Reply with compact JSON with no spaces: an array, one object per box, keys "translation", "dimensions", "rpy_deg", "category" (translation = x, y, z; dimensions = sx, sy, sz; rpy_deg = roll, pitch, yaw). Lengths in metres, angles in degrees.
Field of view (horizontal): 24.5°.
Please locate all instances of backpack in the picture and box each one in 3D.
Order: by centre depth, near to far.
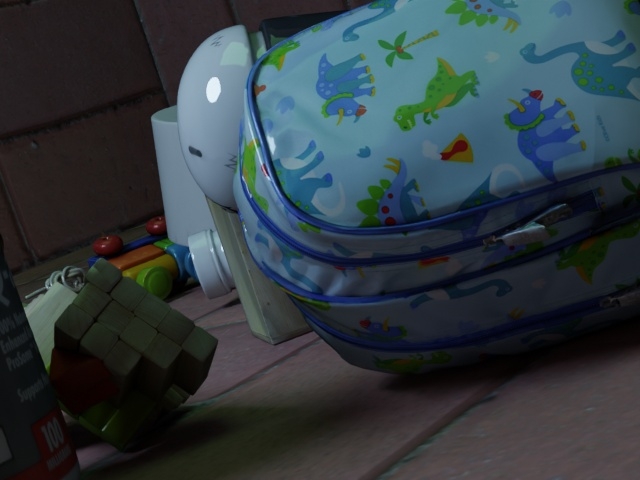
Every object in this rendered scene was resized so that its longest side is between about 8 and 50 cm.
[{"translation":[0.119,-0.059,0.999],"dimensions":[0.355,0.290,0.273],"rpy_deg":[-27,-33,21],"category":"backpack"}]

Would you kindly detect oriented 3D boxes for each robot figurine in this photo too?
[{"translation":[0.017,-0.108,1.265],"dimensions":[0.278,0.173,0.209],"rpy_deg":[-7,-15,-6],"category":"robot figurine"}]

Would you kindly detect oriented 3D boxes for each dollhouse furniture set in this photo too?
[{"translation":[0.030,-0.021,1.415],"dimensions":[0.242,0.161,0.212],"rpy_deg":[-20,6,-13],"category":"dollhouse furniture set"}]

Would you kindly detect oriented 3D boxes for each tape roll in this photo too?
[{"translation":[-0.094,-0.099,1.967],"dimensions":[0.246,0.169,0.246],"rpy_deg":[-6,14,2],"category":"tape roll"}]

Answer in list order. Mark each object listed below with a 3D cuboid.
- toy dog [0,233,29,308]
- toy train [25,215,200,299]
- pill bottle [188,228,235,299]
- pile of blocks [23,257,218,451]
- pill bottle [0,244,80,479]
[{"translation":[-0.453,0.097,1.575],"dimensions":[0.395,0.284,0.408],"rpy_deg":[18,-10,-21],"category":"toy dog"},{"translation":[-0.258,0.053,2.001],"dimensions":[0.248,0.105,0.143],"rpy_deg":[-22,20,-33],"category":"toy train"},{"translation":[-0.051,0.002,1.721],"dimensions":[0.193,0.108,0.108],"rpy_deg":[-18,6,2],"category":"pill bottle"},{"translation":[-0.207,0.118,1.171],"dimensions":[0.112,0.149,0.362],"rpy_deg":[-53,19,-25],"category":"pile of blocks"},{"translation":[-0.311,0.034,0.972],"dimensions":[0.210,0.363,0.210],"rpy_deg":[-18,6,2],"category":"pill bottle"}]
